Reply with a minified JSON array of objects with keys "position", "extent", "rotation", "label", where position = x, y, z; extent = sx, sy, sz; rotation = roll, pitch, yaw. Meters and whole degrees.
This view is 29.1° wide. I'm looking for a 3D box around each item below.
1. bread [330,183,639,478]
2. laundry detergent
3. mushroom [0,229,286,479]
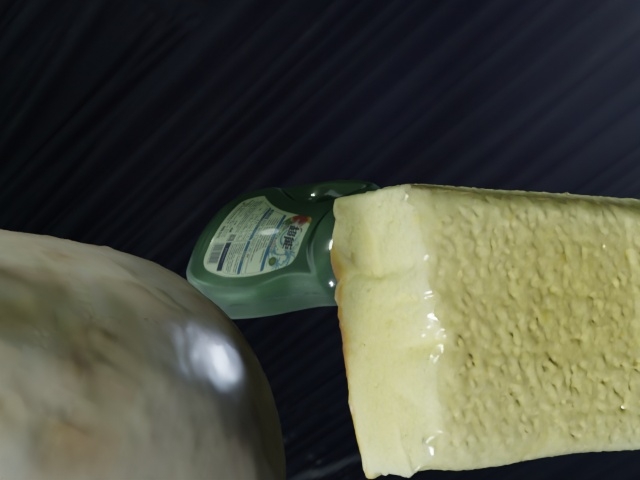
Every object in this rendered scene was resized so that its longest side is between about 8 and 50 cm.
[{"position":[0.096,0.041,0.573],"extent":[0.188,0.068,0.125],"rotation":[1,83,-36],"label":"bread"},{"position":[0.000,0.000,1.010],"extent":[0.078,0.222,0.144],"rotation":[55,47,-27],"label":"laundry detergent"},{"position":[-0.167,0.076,0.420],"extent":[0.298,0.297,0.290],"rotation":[9,44,-49],"label":"mushroom"}]
